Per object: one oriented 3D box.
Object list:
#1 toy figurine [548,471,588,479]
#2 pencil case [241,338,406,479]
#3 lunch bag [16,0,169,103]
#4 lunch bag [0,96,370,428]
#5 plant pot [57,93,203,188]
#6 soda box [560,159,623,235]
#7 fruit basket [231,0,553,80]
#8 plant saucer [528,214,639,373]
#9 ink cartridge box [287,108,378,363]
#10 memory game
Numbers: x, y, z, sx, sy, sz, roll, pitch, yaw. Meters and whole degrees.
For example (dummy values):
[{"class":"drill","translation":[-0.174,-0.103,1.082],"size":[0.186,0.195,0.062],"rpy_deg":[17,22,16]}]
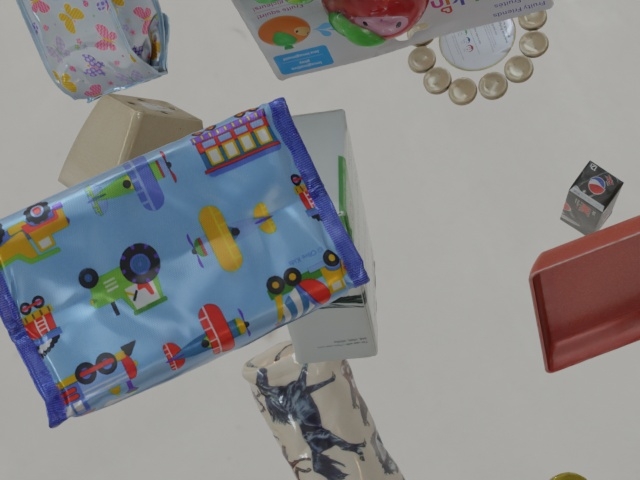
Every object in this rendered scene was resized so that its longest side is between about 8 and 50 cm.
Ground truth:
[{"class":"toy figurine","translation":[0.195,0.291,0.944],"size":[0.209,0.213,0.148],"rpy_deg":[-57,24,2]},{"class":"pencil case","translation":[0.035,0.322,2.073],"size":[0.160,0.183,0.410],"rpy_deg":[-28,89,17]},{"class":"lunch bag","translation":[-0.130,-0.127,0.802],"size":[0.071,0.053,0.083],"rpy_deg":[-13,103,36]},{"class":"lunch bag","translation":[-0.113,0.032,0.991],"size":[0.221,0.293,0.138],"rpy_deg":[-25,85,-11]},{"class":"plant pot","translation":[-0.169,-0.082,1.302],"size":[0.109,0.109,0.096],"rpy_deg":[29,109,49]},{"class":"soda box","translation":[0.377,-0.055,1.923],"size":[0.060,0.169,0.053],"rpy_deg":[35,82,12]},{"class":"fruit basket","translation":[0.057,-0.282,1.390],"size":[0.327,0.353,0.165],"rpy_deg":[-13,57,11]},{"class":"plant saucer","translation":[0.394,0.052,1.788],"size":[0.258,0.259,0.047],"rpy_deg":[-21,54,1]},{"class":"ink cartridge box","translation":[0.000,0.000,1.353],"size":[0.087,0.208,0.153],"rpy_deg":[-7,44,7]},{"class":"memory game","translation":[0.197,-0.255,1.731],"size":[0.186,0.012,0.186],"rpy_deg":[-7,66,17]}]
